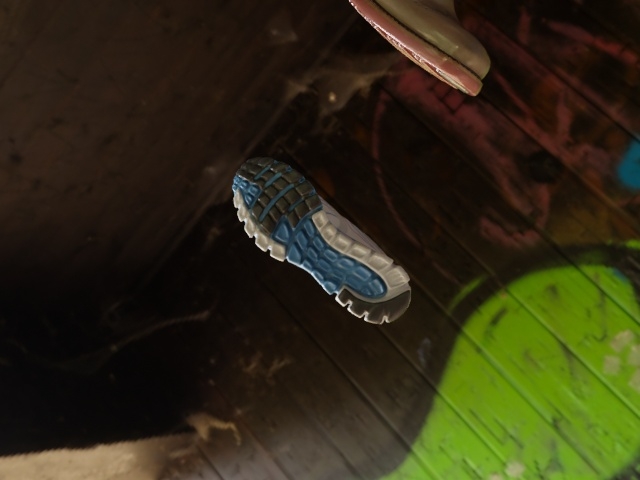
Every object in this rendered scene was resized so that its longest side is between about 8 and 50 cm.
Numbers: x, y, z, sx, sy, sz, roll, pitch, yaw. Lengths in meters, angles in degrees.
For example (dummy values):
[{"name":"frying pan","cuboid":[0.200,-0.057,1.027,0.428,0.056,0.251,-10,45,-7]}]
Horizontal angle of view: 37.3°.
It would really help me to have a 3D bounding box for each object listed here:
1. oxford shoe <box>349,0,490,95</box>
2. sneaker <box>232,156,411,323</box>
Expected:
[{"name":"oxford shoe","cuboid":[0.091,-0.293,1.017,0.130,0.348,0.123,-44,-35,15]},{"name":"sneaker","cuboid":[0.000,0.000,0.847,0.071,0.191,0.083,-47,-2,8]}]
